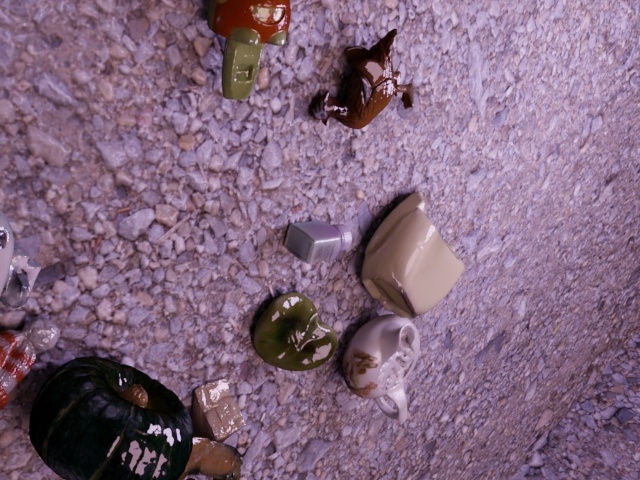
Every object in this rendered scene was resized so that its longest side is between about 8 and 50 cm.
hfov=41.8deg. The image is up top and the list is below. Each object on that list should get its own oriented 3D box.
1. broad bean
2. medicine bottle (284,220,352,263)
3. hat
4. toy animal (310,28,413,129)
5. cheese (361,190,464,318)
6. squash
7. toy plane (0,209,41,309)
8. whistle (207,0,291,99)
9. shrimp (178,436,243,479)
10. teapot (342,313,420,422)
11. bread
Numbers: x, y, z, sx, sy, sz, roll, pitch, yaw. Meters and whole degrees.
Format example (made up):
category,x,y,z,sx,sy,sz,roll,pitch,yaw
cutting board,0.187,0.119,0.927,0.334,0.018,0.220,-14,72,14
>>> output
category,x,y,z,sx,sy,sz,roll,pitch,yaw
broad bean,-0.057,0.182,1.647,0.206,0.072,0.153,36,87,-41
medicine bottle,0.000,0.000,1.554,0.118,0.074,0.055,-10,124,-45
hat,-0.448,0.168,1.200,0.162,0.093,0.112,-50,157,-38
toy animal,0.072,-0.273,1.428,0.179,0.089,0.188,-8,130,-26
cheese,0.200,0.036,1.761,0.233,0.127,0.266,-52,146,-10
squash,-0.316,0.286,1.279,0.252,0.252,0.165,27,90,-53
toy plane,-0.472,0.068,1.049,0.267,0.122,0.267,-40,149,-31
whistle,-0.096,-0.333,1.172,0.131,0.106,0.288,-9,123,-36
shrimp,-0.274,0.524,1.618,0.272,0.085,0.445,-18,132,-22
teapot,0.145,0.272,1.867,0.204,0.139,0.298,-34,138,-30
bread,-0.219,0.348,1.620,0.077,0.105,0.152,-15,159,-41
